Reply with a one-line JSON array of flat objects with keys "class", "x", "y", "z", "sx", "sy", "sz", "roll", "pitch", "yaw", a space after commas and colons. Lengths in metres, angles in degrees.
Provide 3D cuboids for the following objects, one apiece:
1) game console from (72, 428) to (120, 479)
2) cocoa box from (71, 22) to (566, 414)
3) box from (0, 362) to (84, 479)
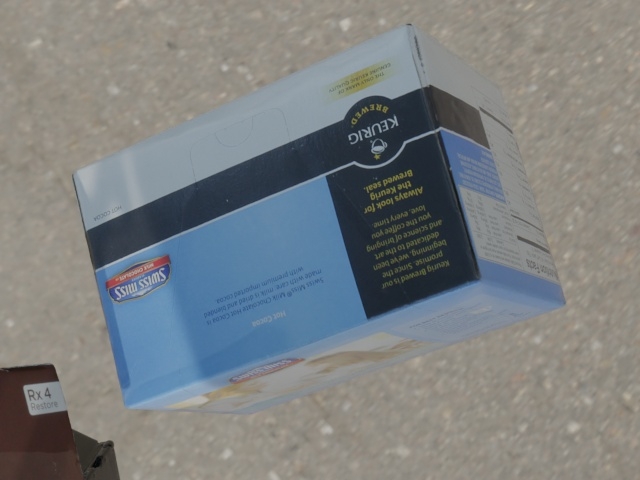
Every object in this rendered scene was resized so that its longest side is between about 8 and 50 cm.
[{"class": "game console", "x": -0.228, "y": 0.219, "z": 1.293, "sx": 0.071, "sy": 0.122, "sz": 0.107, "roll": -7, "pitch": 100, "yaw": 7}, {"class": "cocoa box", "x": 0.000, "y": 0.000, "z": 1.279, "sx": 0.347, "sy": 0.231, "sz": 0.228, "roll": -21, "pitch": 74, "yaw": 23}, {"class": "box", "x": -0.299, "y": 0.199, "z": 1.049, "sx": 0.203, "sy": 0.168, "sz": 0.167, "roll": -21, "pitch": 79, "yaw": 29}]
